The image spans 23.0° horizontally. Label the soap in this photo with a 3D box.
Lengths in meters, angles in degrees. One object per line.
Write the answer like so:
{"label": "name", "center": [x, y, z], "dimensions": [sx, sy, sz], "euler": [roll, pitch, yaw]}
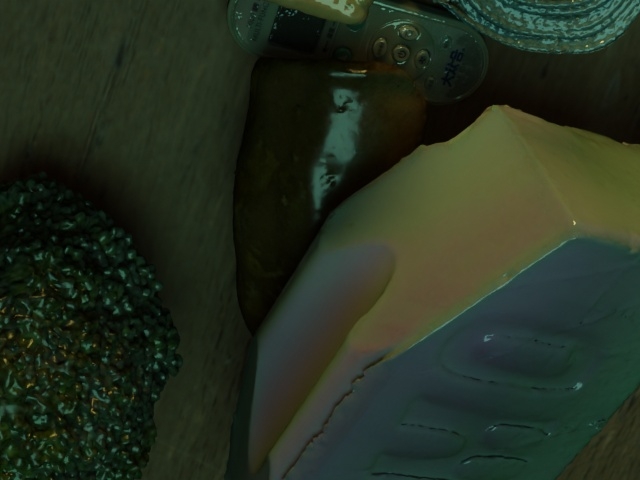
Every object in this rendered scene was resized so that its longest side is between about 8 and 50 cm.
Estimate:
{"label": "soap", "center": [0.089, 0.108, 1.242], "dimensions": [0.261, 0.156, 0.446], "euler": [12, 128, -33]}

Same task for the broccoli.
{"label": "broccoli", "center": [-0.234, 0.107, 1.304], "dimensions": [0.235, 0.260, 0.288], "euler": [27, 70, -6]}

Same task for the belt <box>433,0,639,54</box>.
{"label": "belt", "center": [0.177, -0.219, 1.238], "dimensions": [0.163, 0.082, 0.148], "euler": [31, 100, -16]}

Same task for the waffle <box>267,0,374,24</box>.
{"label": "waffle", "center": [-0.133, -0.280, 1.072], "dimensions": [0.376, 0.261, 0.114], "euler": [17, 112, -15]}

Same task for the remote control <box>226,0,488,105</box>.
{"label": "remote control", "center": [0.031, -0.169, 1.279], "dimensions": [0.221, 0.042, 0.078], "euler": [14, 119, -12]}

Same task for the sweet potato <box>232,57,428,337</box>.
{"label": "sweet potato", "center": [0.000, 0.000, 1.312], "dimensions": [0.158, 0.158, 0.370], "euler": [1, 121, -6]}
